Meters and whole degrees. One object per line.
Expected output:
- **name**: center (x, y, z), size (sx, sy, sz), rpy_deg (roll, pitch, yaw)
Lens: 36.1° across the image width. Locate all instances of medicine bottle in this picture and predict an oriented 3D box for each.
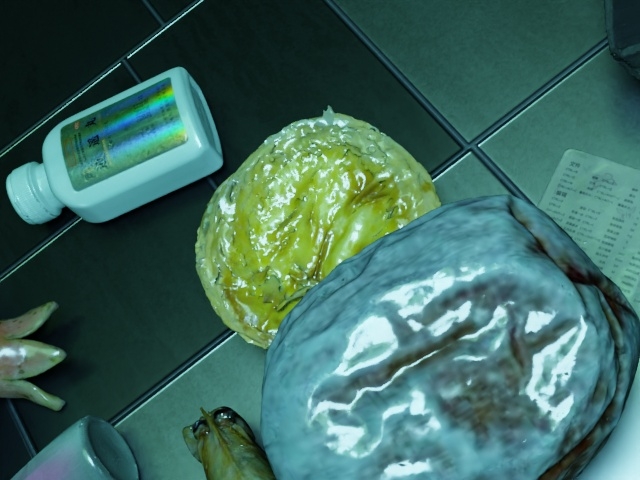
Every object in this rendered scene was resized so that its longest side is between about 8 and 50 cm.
- **medicine bottle**: center (-0.227, -0.090, 1.068), size (0.229, 0.083, 0.121), rpy_deg (-24, 63, 9)

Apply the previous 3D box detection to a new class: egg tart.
- **egg tart**: center (0.000, 0.000, 0.942), size (0.232, 0.098, 0.252), rpy_deg (11, 74, 17)

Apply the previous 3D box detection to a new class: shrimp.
- **shrimp**: center (-0.048, 0.242, 0.820), size (0.058, 0.173, 0.253), rpy_deg (-23, 30, -14)

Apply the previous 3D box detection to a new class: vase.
- **vase**: center (-0.282, 0.257, 0.932), size (0.214, 0.086, 0.086), rpy_deg (-34, 60, 7)

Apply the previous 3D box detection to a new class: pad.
- **pad**: center (0.309, 0.019, 0.870), size (0.265, 0.009, 0.159), rpy_deg (22, 76, 27)

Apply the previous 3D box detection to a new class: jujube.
- **jujube**: center (0.102, 0.106, 0.782), size (0.308, 0.215, 0.246), rpy_deg (-24, 79, 0)

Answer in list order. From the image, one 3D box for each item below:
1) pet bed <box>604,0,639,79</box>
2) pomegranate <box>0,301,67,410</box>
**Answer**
- **pet bed**: center (0.370, -0.237, 0.893), size (0.183, 0.159, 0.210), rpy_deg (-19, 56, 40)
- **pomegranate**: center (-0.440, 0.138, 0.973), size (0.291, 0.323, 0.290), rpy_deg (1, 92, 41)
